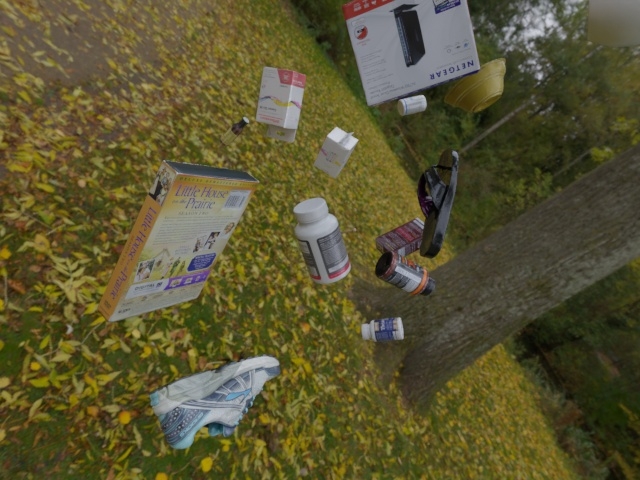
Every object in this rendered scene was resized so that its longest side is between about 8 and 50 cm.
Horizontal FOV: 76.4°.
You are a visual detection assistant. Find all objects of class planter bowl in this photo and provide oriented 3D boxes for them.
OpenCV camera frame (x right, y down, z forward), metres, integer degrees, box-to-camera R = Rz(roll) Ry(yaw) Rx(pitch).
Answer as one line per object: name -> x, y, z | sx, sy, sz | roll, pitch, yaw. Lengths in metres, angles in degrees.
planter bowl -> 0.529, -0.488, 1.343 | 0.090, 0.217, 0.217 | 62, 24, 8

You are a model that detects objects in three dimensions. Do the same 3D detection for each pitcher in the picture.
pitcher -> 0.567, -0.418, 0.673 | 0.125, 0.207, 0.177 | 41, 57, -51

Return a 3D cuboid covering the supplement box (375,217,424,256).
supplement box -> 0.390, -0.002, 1.881 | 0.130, 0.240, 0.073 | 51, -20, 46

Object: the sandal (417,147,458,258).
sandal -> 0.400, -0.156, 1.443 | 0.107, 0.167, 0.445 | 18, 67, -2

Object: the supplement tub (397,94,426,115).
supplement tub -> 0.394, -0.584, 1.759 | 0.071, 0.107, 0.070 | 164, -90, -81

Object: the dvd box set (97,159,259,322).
dvd box set -> -0.354, 0.002, 1.046 | 0.062, 0.420, 0.308 | 38, 19, 18

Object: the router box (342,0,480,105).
router box -> 0.268, -0.596, 1.203 | 0.082, 0.336, 0.300 | -42, 117, -68

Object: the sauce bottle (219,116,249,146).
sauce bottle -> -0.296, -0.376, 1.403 | 0.042, 0.128, 0.042 | 40, 31, -30

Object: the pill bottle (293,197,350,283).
pill bottle -> 0.000, 0.000, 1.625 | 0.176, 0.177, 0.318 | -79, 154, -61

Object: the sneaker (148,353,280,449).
sneaker -> -0.182, 0.301, 0.774 | 0.283, 0.110, 0.122 | -2, 69, -51

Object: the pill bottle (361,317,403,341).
pill bottle -> 0.189, 0.273, 1.241 | 0.067, 0.120, 0.067 | -9, 90, -75

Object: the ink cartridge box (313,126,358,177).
ink cartridge box -> 0.055, -0.303, 1.367 | 0.090, 0.143, 0.092 | 32, 42, 2

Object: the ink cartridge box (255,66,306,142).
ink cartridge box -> -0.122, -0.400, 1.208 | 0.115, 0.198, 0.067 | 21, 19, 29

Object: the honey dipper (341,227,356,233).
honey dipper -> 0.084, -0.034, 1.833 | 0.030, 0.161, 0.030 | -13, 90, -72

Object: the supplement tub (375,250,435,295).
supplement tub -> 0.289, 0.118, 1.371 | 0.198, 0.106, 0.106 | 27, 31, -19
